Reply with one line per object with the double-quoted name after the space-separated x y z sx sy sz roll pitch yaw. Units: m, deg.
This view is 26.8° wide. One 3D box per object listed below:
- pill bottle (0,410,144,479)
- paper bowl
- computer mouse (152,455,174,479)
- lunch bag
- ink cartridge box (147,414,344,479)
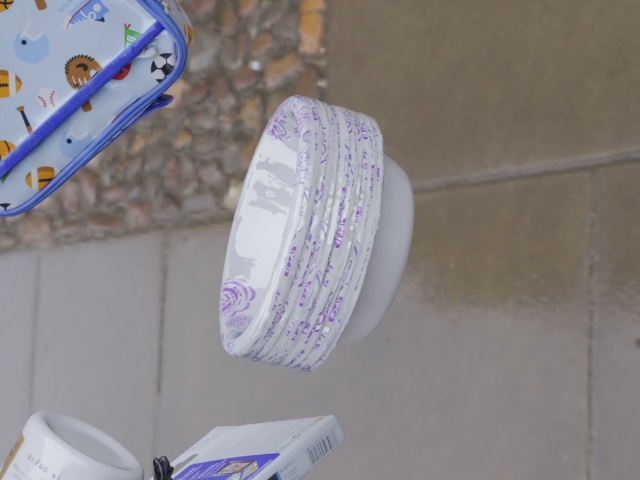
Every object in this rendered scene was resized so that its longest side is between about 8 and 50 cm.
-0.286 0.299 1.344 0.131 0.131 0.229 33 93 49 "pill bottle"
0.000 0.000 1.422 0.284 0.148 0.284 -165 90 -74 "paper bowl"
-0.247 0.331 1.546 0.193 0.042 0.106 -27 42 0 "computer mouse"
-0.281 -0.182 1.344 0.303 0.243 0.115 -38 16 14 "lunch bag"
-0.109 0.281 1.627 0.208 0.206 0.045 -11 105 40 "ink cartridge box"
